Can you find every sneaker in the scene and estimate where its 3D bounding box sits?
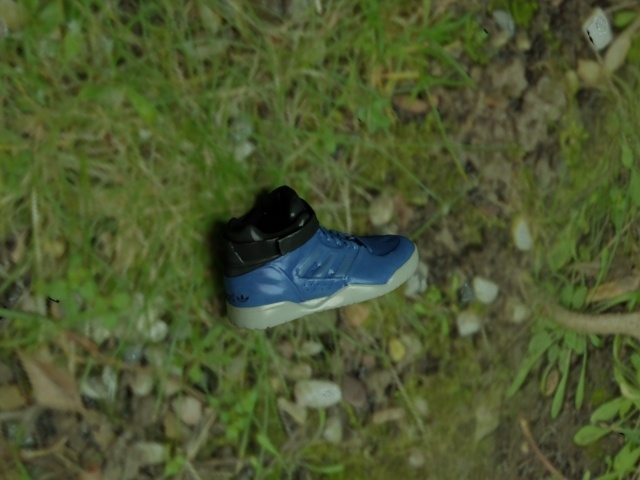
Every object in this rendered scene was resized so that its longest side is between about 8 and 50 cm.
[{"bbox_3d":[0.000,0.000,1.162,0.152,0.058,0.085,-16,113,-24],"label":"sneaker"}]
